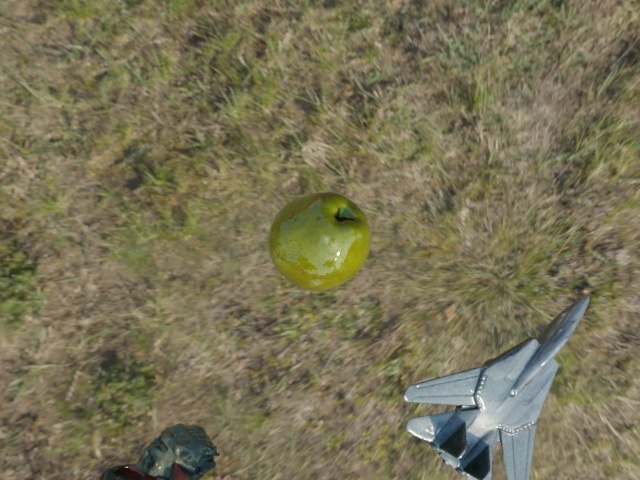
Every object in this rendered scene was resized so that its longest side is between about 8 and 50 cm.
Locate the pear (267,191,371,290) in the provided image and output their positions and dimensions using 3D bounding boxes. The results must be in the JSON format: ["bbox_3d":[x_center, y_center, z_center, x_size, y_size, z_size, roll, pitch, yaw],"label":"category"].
[{"bbox_3d":[-0.001,-0.001,1.734,0.198,0.198,0.198,0,88,11],"label":"pear"}]

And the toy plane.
[{"bbox_3d":[0.230,0.165,1.120,0.212,0.088,0.267,45,72,-15],"label":"toy plane"}]

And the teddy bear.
[{"bbox_3d":[-0.263,0.514,1.445,0.367,0.357,0.224,53,136,21],"label":"teddy bear"}]
